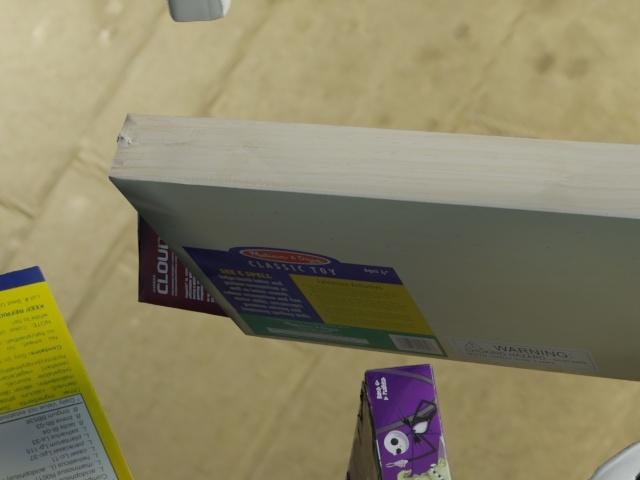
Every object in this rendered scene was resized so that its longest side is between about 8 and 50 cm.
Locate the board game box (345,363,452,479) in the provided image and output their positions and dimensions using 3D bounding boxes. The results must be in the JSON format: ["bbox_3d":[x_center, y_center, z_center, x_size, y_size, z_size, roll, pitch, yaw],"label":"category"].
[{"bbox_3d":[0.062,0.272,1.144,0.056,0.208,0.346,-7,60,-3],"label":"board game box"}]

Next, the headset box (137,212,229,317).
[{"bbox_3d":[0.000,0.000,1.640,0.293,0.218,0.110,8,103,28],"label":"headset box"}]

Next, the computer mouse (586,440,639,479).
[{"bbox_3d":[0.256,0.201,1.556,0.193,0.042,0.106,-47,63,3],"label":"computer mouse"}]

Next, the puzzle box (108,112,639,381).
[{"bbox_3d":[0.095,0.010,1.268,0.409,0.272,0.052,5,67,21],"label":"puzzle box"}]

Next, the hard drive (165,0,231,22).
[{"bbox_3d":[-0.091,-0.331,1.173,0.047,0.353,0.233,-4,59,-1],"label":"hard drive"}]

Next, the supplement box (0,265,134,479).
[{"bbox_3d":[-0.320,0.234,1.944,0.194,0.195,0.356,-13,53,-21],"label":"supplement box"}]
